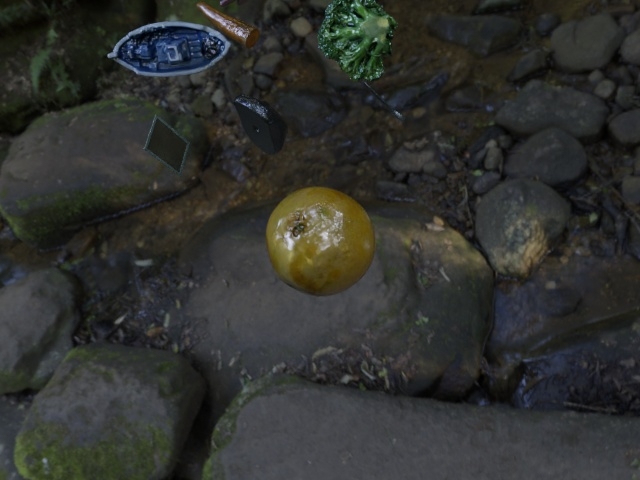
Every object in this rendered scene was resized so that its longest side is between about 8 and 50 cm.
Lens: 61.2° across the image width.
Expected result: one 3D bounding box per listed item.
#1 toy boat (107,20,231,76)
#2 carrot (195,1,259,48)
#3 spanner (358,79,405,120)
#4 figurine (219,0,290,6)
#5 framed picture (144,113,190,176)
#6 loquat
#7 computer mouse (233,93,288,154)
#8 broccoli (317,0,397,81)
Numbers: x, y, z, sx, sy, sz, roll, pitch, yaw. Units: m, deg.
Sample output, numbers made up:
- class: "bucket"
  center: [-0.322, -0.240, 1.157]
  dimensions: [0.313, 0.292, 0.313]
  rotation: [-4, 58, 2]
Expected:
- class: "toy boat"
  center: [-0.368, -0.467, 1.326]
  dimensions: [0.310, 0.128, 0.142]
  rotation: [-3, 26, 6]
- class: "carrot"
  center: [-0.276, -0.628, 1.552]
  dimensions: [0.210, 0.061, 0.061]
  rotation: [34, 69, 10]
- class: "spanner"
  center: [0.171, -0.430, 1.619]
  dimensions: [0.015, 0.255, 0.054]
  rotation: [-51, 39, 10]
- class: "figurine"
  center: [-0.150, -0.636, 1.311]
  dimensions: [0.260, 0.102, 0.205]
  rotation: [-6, 50, 5]
- class: "framed picture"
  center: [-0.526, -0.324, 1.862]
  dimensions: [0.011, 0.183, 0.141]
  rotation: [-3, 66, 28]
- class: "loquat"
  center: [0.000, 0.000, 1.279]
  dimensions: [0.263, 0.263, 0.262]
  rotation: [-12, 50, 14]
- class: "computer mouse"
  center: [-0.160, -0.344, 1.562]
  dimensions: [0.138, 0.269, 0.086]
  rotation: [33, 79, 12]
- class: "broccoli"
  center: [0.086, -0.454, 1.205]
  dimensions: [0.195, 0.195, 0.156]
  rotation: [-35, 29, -6]
